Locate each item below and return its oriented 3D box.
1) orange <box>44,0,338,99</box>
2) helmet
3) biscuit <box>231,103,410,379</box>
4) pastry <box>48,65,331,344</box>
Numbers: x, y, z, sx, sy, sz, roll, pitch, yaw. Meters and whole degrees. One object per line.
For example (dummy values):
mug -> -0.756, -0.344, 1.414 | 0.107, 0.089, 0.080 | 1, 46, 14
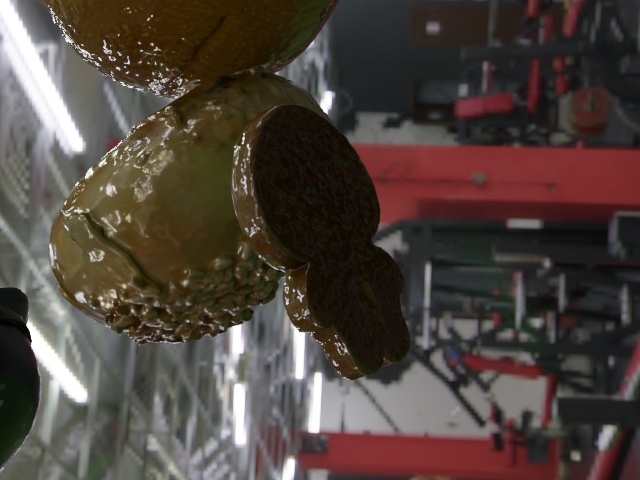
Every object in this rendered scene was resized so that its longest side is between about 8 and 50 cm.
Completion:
orange -> -0.126, -0.311, 1.232 | 0.357, 0.322, 0.322 | -36, 44, 55
helmet -> -0.392, 0.183, 1.304 | 0.279, 0.160, 0.230 | -30, -27, -33
biscuit -> 0.000, 0.000, 0.750 | 0.124, 0.026, 0.175 | -16, -96, -52
pastry -> -0.099, -0.016, 1.155 | 0.316, 0.184, 0.284 | -32, -13, -43
